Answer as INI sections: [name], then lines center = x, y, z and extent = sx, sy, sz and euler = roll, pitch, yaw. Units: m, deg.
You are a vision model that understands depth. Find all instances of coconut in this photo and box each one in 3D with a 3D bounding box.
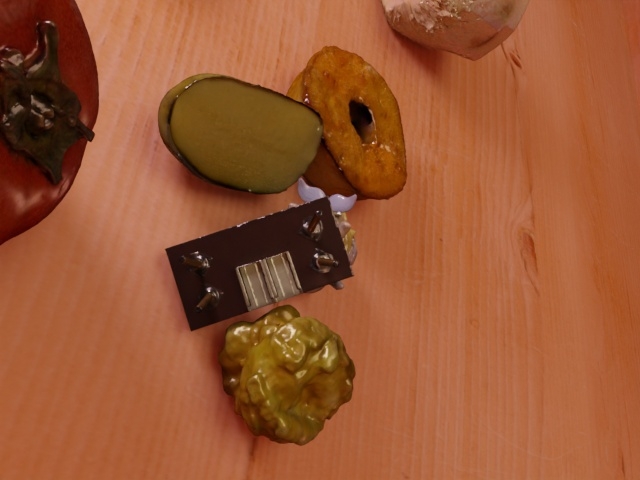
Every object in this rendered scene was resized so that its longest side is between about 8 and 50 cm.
[coconut]
center = 0.328, -0.581, 1.363
extent = 0.309, 0.297, 0.298
euler = 11, 68, -36

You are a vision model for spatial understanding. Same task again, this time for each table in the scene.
[table]
center = -0.081, 0.030, 0.785
extent = 0.239, 0.111, 0.122
euler = -19, 88, -6

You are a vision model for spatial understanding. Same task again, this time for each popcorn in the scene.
[popcorn]
center = -0.046, 0.192, 0.819
extent = 0.197, 0.155, 0.198
euler = -11, 111, -30

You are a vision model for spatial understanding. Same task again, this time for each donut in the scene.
[donut]
center = 0.046, -0.206, 1.088
extent = 0.302, 0.110, 0.303
euler = 20, 60, -40

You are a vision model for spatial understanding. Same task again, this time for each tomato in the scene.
[tomato]
center = -0.360, -0.154, 0.522
extent = 0.289, 0.325, 0.293
euler = 18, 56, 12

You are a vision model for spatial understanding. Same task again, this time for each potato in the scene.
[potato]
center = -0.135, -0.169, 0.893
extent = 0.271, 0.111, 0.160
euler = 6, 108, -43

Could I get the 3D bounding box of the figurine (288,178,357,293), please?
[figurine]
center = 0.000, 0.000, 0.931
extent = 0.128, 0.209, 0.184
euler = 18, 33, 10
